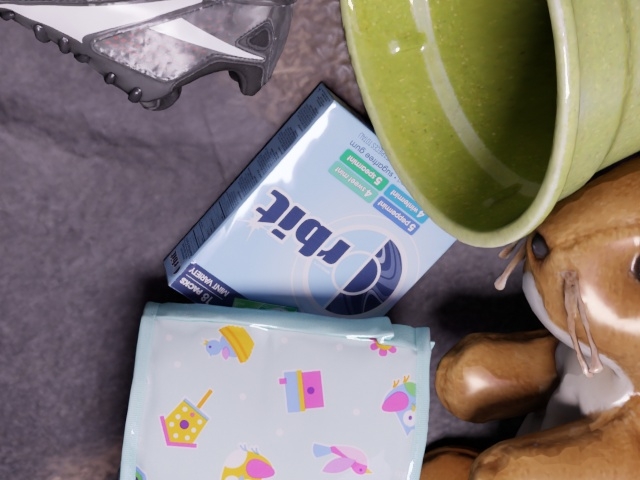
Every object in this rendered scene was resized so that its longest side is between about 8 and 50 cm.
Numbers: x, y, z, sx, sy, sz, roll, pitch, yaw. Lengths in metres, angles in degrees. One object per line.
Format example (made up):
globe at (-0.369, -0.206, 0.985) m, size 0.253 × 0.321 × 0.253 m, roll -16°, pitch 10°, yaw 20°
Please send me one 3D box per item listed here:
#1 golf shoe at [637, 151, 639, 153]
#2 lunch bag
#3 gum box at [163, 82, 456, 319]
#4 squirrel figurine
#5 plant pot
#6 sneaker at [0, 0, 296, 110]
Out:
golf shoe at (0.306, -0.081, 0.908) m, size 0.094 × 0.077 × 0.198 m, roll -46°, pitch 121°, yaw -9°
lunch bag at (-0.037, 0.174, 0.862) m, size 0.223 × 0.160 × 0.262 m, roll 7°, pitch 102°, yaw -1°
gum box at (0.000, 0.000, 0.878) m, size 0.157 × 0.041 × 0.184 m, roll 37°, pitch 104°, yaw -28°
squirrel figurine at (0.285, 0.114, 0.849) m, size 0.397 × 0.281 × 0.370 m, roll 4°, pitch 114°, yaw -5°
plant pot at (0.180, -0.162, 0.739) m, size 0.254 × 0.276 × 0.276 m, roll -17°, pitch 120°, yaw -19°
sneaker at (-0.141, -0.150, 0.732) m, size 0.276 × 0.097 × 0.135 m, roll 3°, pitch 113°, yaw -17°
